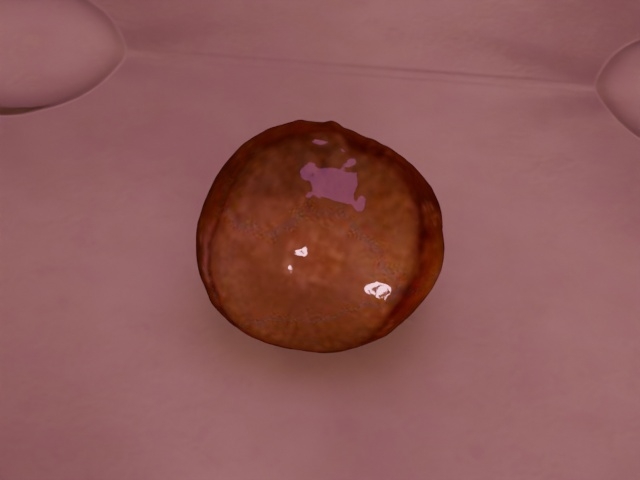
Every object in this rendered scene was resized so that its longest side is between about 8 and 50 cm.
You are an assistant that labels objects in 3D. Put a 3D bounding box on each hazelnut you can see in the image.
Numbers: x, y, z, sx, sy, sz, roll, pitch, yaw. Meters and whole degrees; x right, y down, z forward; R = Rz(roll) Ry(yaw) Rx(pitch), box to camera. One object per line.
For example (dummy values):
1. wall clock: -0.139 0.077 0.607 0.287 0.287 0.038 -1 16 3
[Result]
1. hazelnut: 0.000 0.000 1.011 0.150 0.150 0.150 3 45 -3
